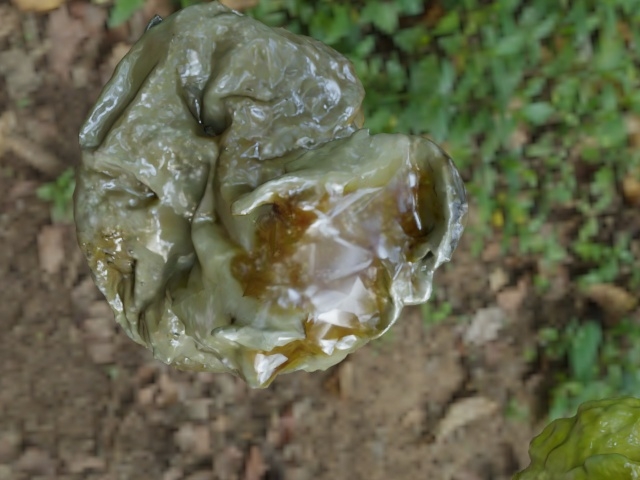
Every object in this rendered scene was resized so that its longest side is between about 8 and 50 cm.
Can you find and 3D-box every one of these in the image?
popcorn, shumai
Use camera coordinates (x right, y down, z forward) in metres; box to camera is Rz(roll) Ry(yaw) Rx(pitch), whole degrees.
[{"bbox_3d":[0.269,0.240,1.351,0.251,0.237,0.206,33,6,-13],"label":"popcorn"},{"bbox_3d":[0.000,0.000,1.271,0.267,0.262,0.314,-47,138,-21],"label":"shumai"}]
